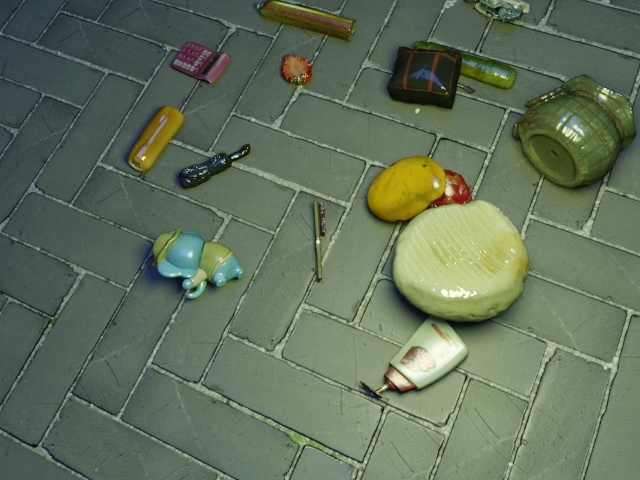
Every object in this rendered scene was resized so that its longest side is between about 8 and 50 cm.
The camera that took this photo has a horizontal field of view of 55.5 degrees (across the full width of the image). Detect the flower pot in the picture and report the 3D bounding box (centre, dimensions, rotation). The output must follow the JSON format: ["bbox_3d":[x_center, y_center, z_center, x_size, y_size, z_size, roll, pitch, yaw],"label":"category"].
[{"bbox_3d":[0.702,-0.306,1.713,0.213,0.302,0.302,-41,69,-9],"label":"flower pot"}]

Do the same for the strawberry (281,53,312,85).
[{"bbox_3d":[-0.079,-0.569,2.036,0.103,0.048,0.152,-21,51,5],"label":"strawberry"}]

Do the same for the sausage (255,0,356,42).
[{"bbox_3d":[-0.057,-0.768,2.100,0.371,0.082,0.082,21,72,15],"label":"sausage"}]

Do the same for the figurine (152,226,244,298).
[{"bbox_3d":[-0.362,0.063,1.749,0.262,0.154,0.180,31,70,14],"label":"figurine"}]

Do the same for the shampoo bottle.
[{"bbox_3d":[0.244,0.326,1.616,0.284,0.071,0.153,-35,67,-10],"label":"shampoo bottle"}]

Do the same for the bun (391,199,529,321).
[{"bbox_3d":[0.364,0.072,1.623,0.365,0.219,0.365,-6,51,8],"label":"bun"}]

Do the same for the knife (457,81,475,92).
[{"bbox_3d":[0.396,-0.521,1.974,0.222,0.021,0.046,30,71,17],"label":"knife"}]

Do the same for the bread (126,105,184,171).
[{"bbox_3d":[-0.538,-0.334,1.975,0.092,0.074,0.239,26,73,11],"label":"bread"}]

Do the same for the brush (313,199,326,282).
[{"bbox_3d":[0.000,0.000,1.794,0.036,0.043,0.248,-2,68,-2],"label":"brush"}]

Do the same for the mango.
[{"bbox_3d":[0.249,-0.145,1.719,0.294,0.120,0.177,-14,65,49],"label":"mango"}]

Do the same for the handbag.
[{"bbox_3d":[0.329,-0.514,1.904,0.215,0.155,0.169,13,77,19],"label":"handbag"}]

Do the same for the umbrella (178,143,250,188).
[{"bbox_3d":[-0.328,-0.234,1.916,0.248,0.071,0.071,-24,67,-8],"label":"umbrella"}]

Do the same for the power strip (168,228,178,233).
[{"bbox_3d":[-0.436,0.009,1.853,0.040,0.016,0.090,-17,68,-1],"label":"power strip"}]

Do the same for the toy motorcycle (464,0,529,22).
[{"bbox_3d":[0.618,-0.824,2.025,0.204,0.108,0.239,-36,69,-8],"label":"toy motorcycle"}]

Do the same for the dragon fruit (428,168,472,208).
[{"bbox_3d":[0.361,-0.146,1.765,0.136,0.133,0.166,-37,70,-1],"label":"dragon fruit"}]

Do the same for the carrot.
[{"bbox_3d":[0.456,-0.574,1.963,0.358,0.074,0.074,26,73,17],"label":"carrot"}]

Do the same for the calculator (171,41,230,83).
[{"bbox_3d":[-0.413,-0.613,2.098,0.190,0.034,0.127,26,74,21],"label":"calculator"}]
